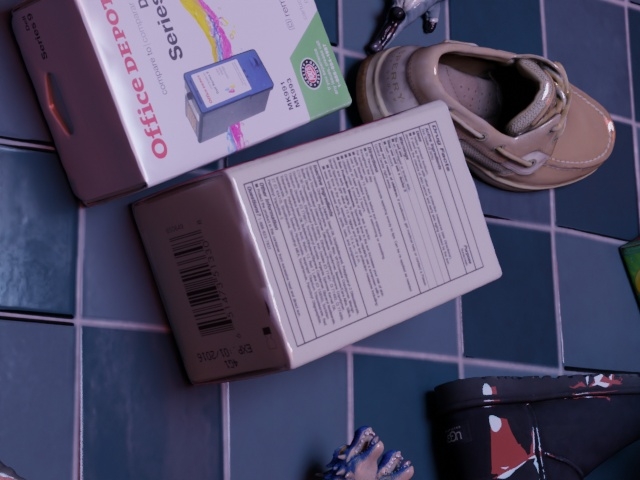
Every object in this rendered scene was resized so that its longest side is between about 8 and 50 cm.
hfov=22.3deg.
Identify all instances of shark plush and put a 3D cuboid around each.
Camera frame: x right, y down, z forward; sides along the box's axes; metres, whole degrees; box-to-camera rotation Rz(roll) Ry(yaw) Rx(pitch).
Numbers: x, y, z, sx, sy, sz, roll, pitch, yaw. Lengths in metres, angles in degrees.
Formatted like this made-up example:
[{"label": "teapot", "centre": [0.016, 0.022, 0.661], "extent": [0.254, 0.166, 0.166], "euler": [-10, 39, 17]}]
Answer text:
[{"label": "shark plush", "centre": [0.099, -0.209, 1.404], "extent": [0.161, 0.073, 0.067], "euler": [-60, 148, -37]}]

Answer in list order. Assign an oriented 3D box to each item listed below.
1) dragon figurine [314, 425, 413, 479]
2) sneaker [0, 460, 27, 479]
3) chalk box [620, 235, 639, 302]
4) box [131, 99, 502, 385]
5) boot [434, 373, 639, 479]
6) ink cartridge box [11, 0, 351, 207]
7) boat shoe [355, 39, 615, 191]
[{"label": "dragon figurine", "centre": [0.029, 0.289, 1.207], "extent": [0.085, 0.144, 0.289], "euler": [19, 88, -38]}, {"label": "sneaker", "centre": [-0.188, 0.285, 0.968], "extent": [0.147, 0.145, 0.385], "euler": [-37, 111, -37]}, {"label": "chalk box", "centre": [0.422, 0.039, 1.536], "extent": [0.179, 0.180, 0.289], "euler": [-25, 95, -41]}, {"label": "box", "centre": [0.000, 0.000, 1.221], "extent": [0.232, 0.127, 0.149], "euler": [-20, 93, -41]}, {"label": "boot", "centre": [0.206, 0.219, 1.364], "extent": [0.246, 0.094, 0.207], "euler": [2, 75, -33]}, {"label": "ink cartridge box", "centre": [-0.099, -0.132, 1.191], "extent": [0.212, 0.093, 0.154], "euler": [-24, 97, -39]}, {"label": "boat shoe", "centre": [0.168, -0.111, 1.403], "extent": [0.302, 0.098, 0.109], "euler": [11, 73, -42]}]
